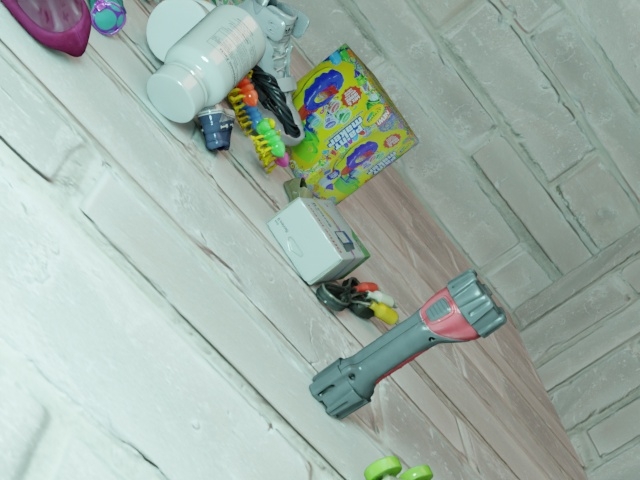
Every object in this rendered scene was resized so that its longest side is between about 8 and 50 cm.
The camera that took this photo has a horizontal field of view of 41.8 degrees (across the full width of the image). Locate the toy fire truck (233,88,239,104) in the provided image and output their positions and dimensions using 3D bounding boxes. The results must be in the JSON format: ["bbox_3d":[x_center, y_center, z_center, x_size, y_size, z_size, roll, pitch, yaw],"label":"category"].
[{"bbox_3d":[-0.153,-0.384,2.114,0.192,0.047,0.135,20,53,-51],"label":"toy fire truck"}]

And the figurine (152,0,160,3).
[{"bbox_3d":[-0.434,-0.627,1.852,0.209,0.092,0.215,62,13,0],"label":"figurine"}]

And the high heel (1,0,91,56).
[{"bbox_3d":[-0.479,-0.430,1.231,0.377,0.127,0.181,52,-16,12],"label":"high heel"}]

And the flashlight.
[{"bbox_3d":[0.134,0.166,1.284,0.103,0.304,0.103,52,13,-3],"label":"flashlight"}]

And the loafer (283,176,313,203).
[{"bbox_3d":[-0.040,-0.092,1.884,0.056,0.050,0.148,36,21,-50],"label":"loafer"}]

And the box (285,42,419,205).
[{"bbox_3d":[0.048,-0.294,2.171,0.177,0.290,0.279,33,23,-55],"label":"box"}]

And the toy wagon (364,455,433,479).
[{"bbox_3d":[0.142,0.433,1.162,0.344,0.068,0.267,33,24,-53],"label":"toy wagon"}]

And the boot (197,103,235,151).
[{"bbox_3d":[-0.203,-0.214,1.651,0.190,0.069,0.086,-25,105,-84],"label":"boot"}]

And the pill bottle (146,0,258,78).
[{"bbox_3d":[-0.245,-0.418,1.775,0.160,0.160,0.283,55,13,6],"label":"pill bottle"}]

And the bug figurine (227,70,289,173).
[{"bbox_3d":[-0.133,-0.254,1.787,0.216,0.072,0.279,61,-3,6],"label":"bug figurine"}]

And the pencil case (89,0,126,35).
[{"bbox_3d":[-0.394,-0.440,1.535,0.151,0.064,0.070,-113,-174,-46],"label":"pencil case"}]

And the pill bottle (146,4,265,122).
[{"bbox_3d":[-0.209,-0.320,1.530,0.131,0.131,0.229,49,51,-18],"label":"pill bottle"}]

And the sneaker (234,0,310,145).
[{"bbox_3d":[-0.106,-0.412,1.955,0.366,0.210,0.137,59,35,1],"label":"sneaker"}]

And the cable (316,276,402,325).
[{"bbox_3d":[0.071,0.104,1.728,0.139,0.072,0.287,55,13,30],"label":"cable"}]

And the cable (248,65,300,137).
[{"bbox_3d":[-0.094,-0.303,1.806,0.184,0.047,0.150,56,-9,-1],"label":"cable"}]

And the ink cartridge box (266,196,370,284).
[{"bbox_3d":[0.000,0.000,1.697,0.154,0.093,0.212,55,17,11],"label":"ink cartridge box"}]

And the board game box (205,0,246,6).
[{"bbox_3d":[-0.214,-0.529,2.127,0.317,0.046,0.213,37,65,-52],"label":"board game box"}]
